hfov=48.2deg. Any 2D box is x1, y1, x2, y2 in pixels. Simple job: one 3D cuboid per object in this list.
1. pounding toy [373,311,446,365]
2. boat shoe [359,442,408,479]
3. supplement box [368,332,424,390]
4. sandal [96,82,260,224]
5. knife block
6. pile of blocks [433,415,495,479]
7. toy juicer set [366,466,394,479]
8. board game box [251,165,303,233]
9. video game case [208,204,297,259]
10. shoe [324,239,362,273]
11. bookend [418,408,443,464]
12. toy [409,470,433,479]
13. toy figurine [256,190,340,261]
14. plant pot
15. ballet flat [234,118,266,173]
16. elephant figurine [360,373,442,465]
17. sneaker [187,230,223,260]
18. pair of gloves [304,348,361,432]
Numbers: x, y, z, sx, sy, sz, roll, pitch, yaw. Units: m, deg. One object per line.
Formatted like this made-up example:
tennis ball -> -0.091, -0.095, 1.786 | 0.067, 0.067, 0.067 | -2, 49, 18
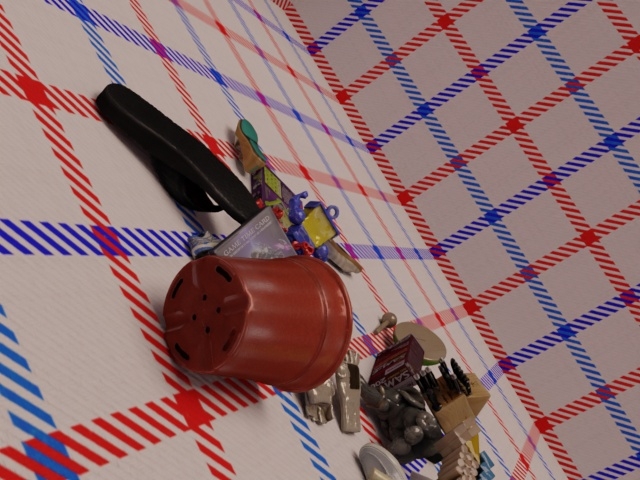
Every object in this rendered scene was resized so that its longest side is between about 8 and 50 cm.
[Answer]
pounding toy -> 0.276, 0.348, 2.295 | 0.236, 0.110, 0.183 | 29, 27, 9
boat shoe -> 0.152, 0.555, 1.577 | 0.227, 0.079, 0.081 | 55, 27, 16
supplement box -> 0.216, 0.359, 2.019 | 0.073, 0.130, 0.239 | 54, 16, -4
sandal -> -0.320, -0.171, 1.609 | 0.445, 0.107, 0.167 | 41, 21, -9
knife block -> 0.319, 0.434, 1.912 | 0.242, 0.276, 0.088 | 4, 35, -31
pile of blocks -> 0.323, 0.586, 1.637 | 0.149, 0.113, 0.362 | 29, 43, -10
toy juicer set -> 0.106, 0.577, 1.426 | 0.209, 0.089, 0.329 | 44, 25, 4
board game box -> -0.115, -0.065, 2.034 | 0.208, 0.056, 0.347 | 41, 23, -30
video game case -> -0.110, 0.087, 1.574 | 0.196, 0.026, 0.274 | -43, 111, -41
shoe -> 0.062, 0.056, 2.288 | 0.076, 0.058, 0.219 | 45, 1, 42
bookend -> 0.293, 0.527, 2.020 | 0.157, 0.072, 0.156 | 42, 22, -41
toy -> 0.252, 0.655, 1.669 | 0.136, 0.056, 0.237 | 22, 22, 8
toy figurine -> 0.000, 0.000, 1.824 | 0.217, 0.191, 0.363 | -43, 111, -30
plant pot -> -0.125, 0.144, 1.311 | 0.265, 0.272, 0.272 | 14, 44, -54
ballet flat -> -0.219, -0.277, 2.089 | 0.080, 0.073, 0.232 | 37, 19, -37
elephant figurine -> 0.200, 0.437, 1.828 | 0.239, 0.169, 0.186 | 52, -20, 47
sneaker -> -0.243, 0.004, 1.555 | 0.058, 0.052, 0.135 | 55, 16, 11
pair of gloves -> 0.031, 0.326, 1.640 | 0.240, 0.042, 0.204 | 35, 44, -48
